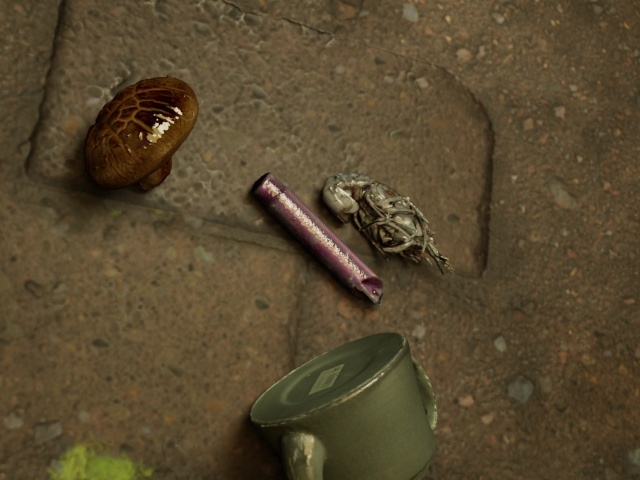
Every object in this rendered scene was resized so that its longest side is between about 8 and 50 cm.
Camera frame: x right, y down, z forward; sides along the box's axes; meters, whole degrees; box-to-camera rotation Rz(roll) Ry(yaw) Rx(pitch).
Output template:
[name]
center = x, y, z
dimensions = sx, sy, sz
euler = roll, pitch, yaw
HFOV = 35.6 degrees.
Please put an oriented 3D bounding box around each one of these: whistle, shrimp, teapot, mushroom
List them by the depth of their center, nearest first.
[teapot]
center = 0.044, 0.184, 0.930
dimensions = 0.239, 0.162, 0.149
euler = -38, 102, -53
[mushroom]
center = -0.169, -0.101, 0.933
dimensions = 0.085, 0.109, 0.126
euler = 30, 53, -7
[whistle]
center = 0.000, 0.000, 1.009
dimensions = 0.176, 0.033, 0.033
euler = 45, 67, -6
[shrimp]
center = 0.075, -0.015, 1.029
dimensions = 0.165, 0.056, 0.065
euler = 39, 52, 2
